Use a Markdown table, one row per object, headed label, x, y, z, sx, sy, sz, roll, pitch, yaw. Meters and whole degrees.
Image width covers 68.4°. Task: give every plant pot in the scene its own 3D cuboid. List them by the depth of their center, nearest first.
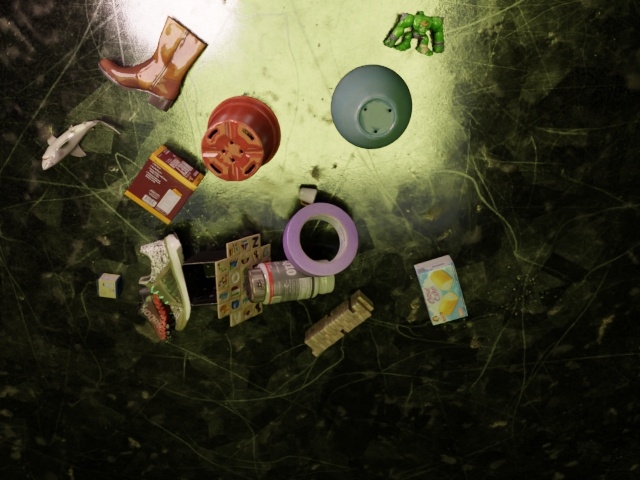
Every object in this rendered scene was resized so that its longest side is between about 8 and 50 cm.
| label | x | y | z | sx | sy | sz | roll | pitch | yaw |
| --- | --- | --- | --- | --- | --- | --- | --- | --- | --- |
| plant pot | 0.182 | -0.435 | 1.598 | 0.290 | 0.195 | 0.290 | 0 | 116 | -1 |
| plant pot | -0.280 | -0.333 | 1.606 | 0.272 | 0.265 | 0.272 | 0 | 116 | 0 |
| plant pot | -0.427 | 0.132 | 1.879 | 0.188 | 0.167 | 0.187 | -5 | 115 | 1 |

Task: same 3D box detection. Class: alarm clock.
| label | x | y | z | sx | sy | sz | roll | pitch | yaw |
| --- | --- | --- | --- | --- | --- | --- | --- | --- | --- |
| alarm clock | -0.242 | 0.167 | 1.752 | 0.064 | 0.192 | 0.129 | -5 | 84 | -23 |

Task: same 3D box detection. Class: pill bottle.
| label | x | y | z | sx | sy | sz | roll | pitch | yaw |
| --- | --- | --- | --- | --- | --- | --- | --- | --- | --- |
| pill bottle | -0.100 | 0.155 | 1.860 | 0.283 | 0.161 | 0.161 | -6 | 117 | -21 |

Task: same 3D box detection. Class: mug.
| label | x | y | z | sx | sy | sz | roll | pitch | yaw |
| --- | --- | --- | --- | --- | --- | --- | --- | --- | --- |
| mug | -0.053 | -0.166 | 1.799 | 0.064 | 0.062 | 0.078 | 16 | 106 | 1 |

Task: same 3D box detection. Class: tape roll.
| label | x | y | z | sx | sy | sz | roll | pitch | yaw |
| --- | --- | --- | --- | --- | --- | --- | --- | --- | --- |
| tape roll | 0.000 | 0.000 | 1.782 | 0.275 | 0.090 | 0.275 | 2 | 81 | -15 |

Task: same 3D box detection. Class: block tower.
| label | x | y | z | sx | sy | sz | roll | pitch | yaw |
| --- | --- | --- | --- | --- | --- | --- | --- | --- | --- |
| block tower | 0.072 | 0.357 | 2.028 | 0.335 | 0.091 | 0.097 | -42 | 108 | 17 |

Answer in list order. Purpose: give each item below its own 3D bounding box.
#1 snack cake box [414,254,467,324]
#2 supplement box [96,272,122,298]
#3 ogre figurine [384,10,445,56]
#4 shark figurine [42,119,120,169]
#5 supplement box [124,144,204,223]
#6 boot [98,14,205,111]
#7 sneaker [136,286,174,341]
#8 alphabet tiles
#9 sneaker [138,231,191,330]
| label | x | y | z | sx | sy | sz | roll | pitch | yaw |
| --- | --- | --- | --- | --- | --- | --- | --- | --- | --- |
| snack cake box | 0.501 | 0.208 | 1.960 | 0.152 | 0.089 | 0.264 | -19 | 114 | 8 |
| supplement box | -0.880 | 0.189 | 1.964 | 0.083 | 0.056 | 0.083 | 8 | 115 | -4 |
| ogre figurine | 0.320 | -0.681 | 1.544 | 0.197 | 0.097 | 0.118 | 17 | 133 | 9 |
| shark figurine | -0.872 | -0.356 | 1.705 | 0.278 | 0.166 | 0.116 | -36 | 137 | -3 |
| supplement box | -0.572 | -0.206 | 1.739 | 0.191 | 0.129 | 0.194 | 38 | 110 | -16 |
| boot | -0.563 | -0.615 | 1.567 | 0.264 | 0.096 | 0.280 | 31 | 110 | -13 |
| sneaker | -0.703 | 0.308 | 1.999 | 0.135 | 0.097 | 0.276 | -4 | 113 | 1 |
| alphabet tiles | -0.294 | 0.154 | 1.842 | 0.011 | 0.285 | 0.342 | 14 | 112 | 35 |
| sneaker | -0.624 | 0.173 | 1.880 | 0.182 | 0.158 | 0.410 | -9 | 105 | -17 |
